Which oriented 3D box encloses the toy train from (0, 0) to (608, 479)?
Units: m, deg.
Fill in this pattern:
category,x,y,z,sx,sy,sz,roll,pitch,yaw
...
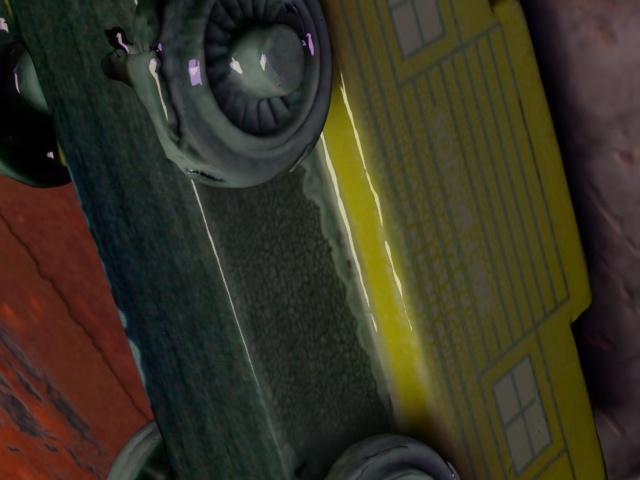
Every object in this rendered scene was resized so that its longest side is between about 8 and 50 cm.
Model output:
category,x,y,z,sx,sy,sz,roll,pitch,yaw
toy train,0.000,0.000,0.848,0.179,0.272,0.442,1,115,41
